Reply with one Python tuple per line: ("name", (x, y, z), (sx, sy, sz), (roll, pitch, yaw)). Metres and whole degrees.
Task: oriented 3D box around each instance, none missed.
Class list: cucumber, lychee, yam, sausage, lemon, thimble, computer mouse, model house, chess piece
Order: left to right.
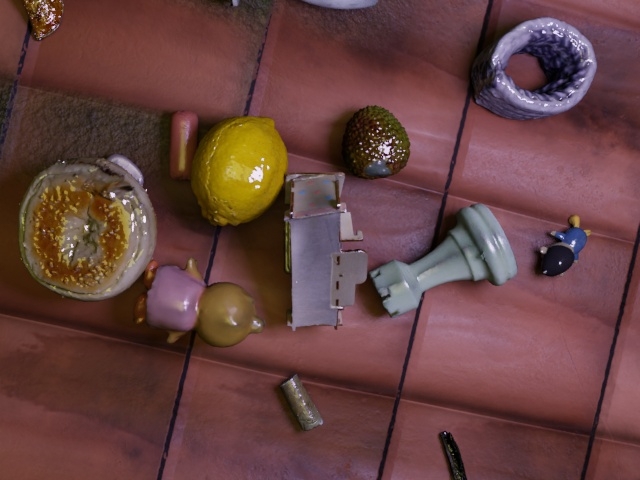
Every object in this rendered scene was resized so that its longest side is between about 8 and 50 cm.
("computer mouse", (-0.437, -0.148, 1.428), (0.096, 0.039, 0.066), (42, 87, -13))
("sausage", (-0.304, -0.210, 1.430), (0.062, 0.062, 0.154), (2, 90, -7))
("lemon", (-0.173, -0.149, 1.377), (0.204, 0.204, 0.260), (26, 90, -6))
("yam", (-0.045, 0.373, 1.475), (0.054, 0.054, 0.132), (-29, 94, -5))
("model house", (0.000, 0.000, 1.405), (0.169, 0.244, 0.326), (-3, 125, -5))
("lychee", (0.123, -0.218, 1.438), (0.171, 0.171, 0.171), (0, 91, -7))
("chess piece", (0.268, 0.060, 1.452), (0.299, 0.194, 0.194), (-27, 94, 4))
("cucumber", (0.320, 0.514, 1.530), (0.034, 0.033, 0.134), (-16, 93, -47))
("thimble", (0.479, -0.382, 1.472), (0.246, 0.157, 0.217), (-8, 89, -7))

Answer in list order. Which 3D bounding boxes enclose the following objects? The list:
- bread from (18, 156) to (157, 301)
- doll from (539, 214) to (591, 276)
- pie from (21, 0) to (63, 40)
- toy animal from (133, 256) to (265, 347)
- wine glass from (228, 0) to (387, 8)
("bread", (-0.480, -0.025, 1.357), (0.306, 0.159, 0.305), (0, 96, 4))
("doll", (0.575, 0.022, 1.530), (0.102, 0.089, 0.179), (49, 62, -5))
("pie", (-0.612, -0.538, 1.391), (0.088, 0.033, 0.191), (-29, 112, -25))
("toy animal", (-0.256, 0.143, 1.389), (0.281, 0.169, 0.195), (16, 92, -6))
("wine glass", (-0.030, -0.598, 1.398), (0.357, 0.190, 0.190), (-1, 91, -2))
